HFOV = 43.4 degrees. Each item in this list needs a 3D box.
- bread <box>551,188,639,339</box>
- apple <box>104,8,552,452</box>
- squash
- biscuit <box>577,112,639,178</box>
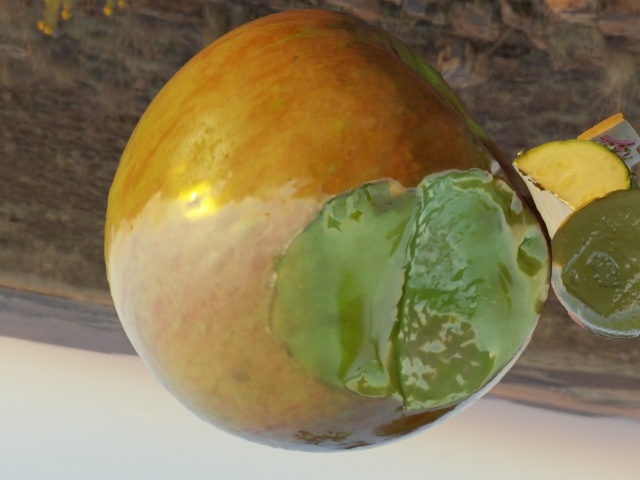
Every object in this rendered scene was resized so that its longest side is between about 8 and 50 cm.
[{"bbox_3d":[0.298,0.023,0.836,0.125,0.156,0.086,-1,168,25],"label":"bread"},{"bbox_3d":[0.000,0.000,0.628,0.340,0.339,0.339,10,171,2],"label":"apple"},{"bbox_3d":[0.400,-0.032,1.140,0.203,0.111,0.289,49,-176,41],"label":"squash"},{"bbox_3d":[0.529,-0.152,1.533,0.212,0.041,0.238,-2,149,-9],"label":"biscuit"}]
